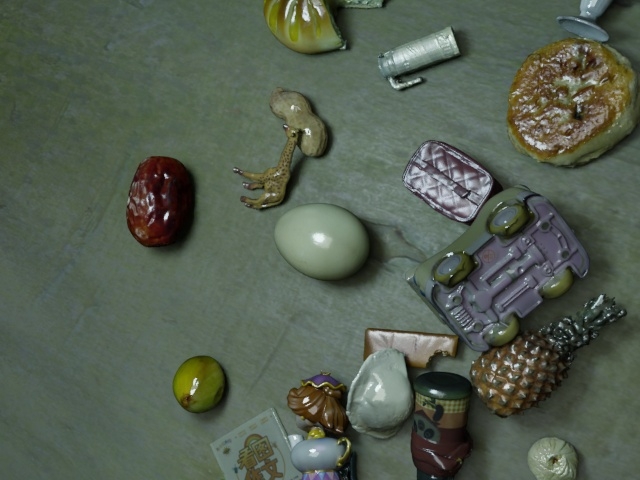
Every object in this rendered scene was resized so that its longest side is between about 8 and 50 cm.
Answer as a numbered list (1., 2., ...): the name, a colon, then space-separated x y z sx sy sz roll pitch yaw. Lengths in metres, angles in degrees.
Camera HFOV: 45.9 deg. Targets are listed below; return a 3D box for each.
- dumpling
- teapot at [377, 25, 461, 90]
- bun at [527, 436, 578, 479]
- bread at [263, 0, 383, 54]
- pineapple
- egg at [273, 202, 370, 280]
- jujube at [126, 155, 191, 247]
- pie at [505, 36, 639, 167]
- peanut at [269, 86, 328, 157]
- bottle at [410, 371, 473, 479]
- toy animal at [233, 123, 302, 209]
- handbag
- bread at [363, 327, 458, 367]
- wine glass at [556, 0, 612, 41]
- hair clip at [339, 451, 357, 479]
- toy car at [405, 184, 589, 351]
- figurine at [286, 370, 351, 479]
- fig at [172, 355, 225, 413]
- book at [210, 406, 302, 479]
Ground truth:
1. dumpling: 0.133 0.372 1.769 0.126 0.166 0.216 -116 31 -42
2. teapot: 0.248 -0.449 1.886 0.200 0.077 0.107 -16 97 18
3. bun: 0.510 0.490 1.658 0.115 0.069 0.115 -3 83 22
4. bread: -0.006 -0.651 1.961 0.333 0.160 0.333 -4 80 21
5. pineapple: 0.500 0.243 1.646 0.361 0.175 0.175 -36 72 14
6. egg: 0.000 0.000 1.854 0.254 0.188 0.188 19 90 25
7. jujube: -0.440 -0.101 2.037 0.183 0.183 0.243 -4 81 20
8. pie: 0.573 -0.322 1.737 0.315 0.092 0.315 -3 81 22
9. peanut: -0.059 -0.316 1.975 0.104 0.085 0.228 -43 69 30
10. bottle: 0.273 0.443 1.703 0.143 0.156 0.271 4 100 8
11. toy animal: -0.123 -0.179 1.960 0.275 0.054 0.149 -37 85 35
12. handbag: 0.312 -0.136 1.785 0.225 0.135 0.146 38 101 20
13. bread: 0.217 0.259 1.812 0.226 0.049 0.088 4 84 20
14. wine glass: 0.634 -0.568 1.711 0.165 0.165 0.196 25 95 22
15. hair clip: 0.105 0.628 1.816 0.070 0.039 0.229 -31 78 15
16. toy car: 0.385 0.057 1.689 0.336 0.226 0.242 -42 108 -1
17. figurine: -0.003 0.445 1.808 0.189 0.142 0.263 -15 65 32
18. fig: -0.315 0.374 1.965 0.136 0.121 0.153 -31 50 20
19. book: -0.138 0.602 1.916 0.208 0.020 0.295 -34 72 14
